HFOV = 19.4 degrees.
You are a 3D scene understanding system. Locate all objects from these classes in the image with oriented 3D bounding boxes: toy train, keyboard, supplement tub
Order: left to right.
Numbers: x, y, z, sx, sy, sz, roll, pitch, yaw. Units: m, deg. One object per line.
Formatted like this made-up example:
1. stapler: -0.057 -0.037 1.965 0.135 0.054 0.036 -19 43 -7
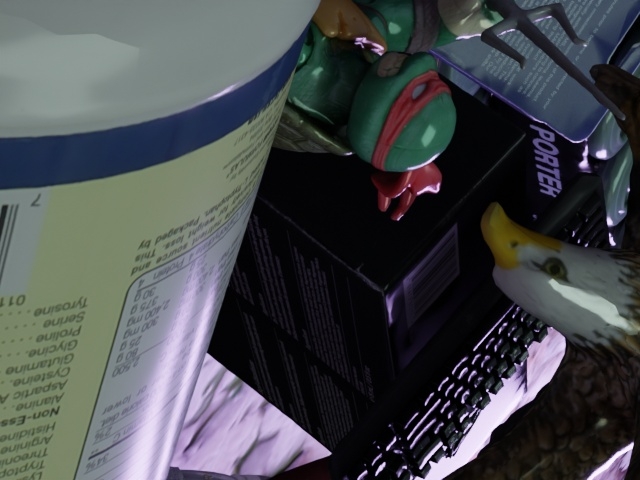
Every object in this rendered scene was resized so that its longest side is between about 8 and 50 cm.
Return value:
1. supplement tub: -0.146 0.003 0.543 0.235 0.235 0.324 -28 147 -46
2. keyboard: 0.072 0.057 0.842 0.180 0.023 0.108 -47 157 -16
3. toy train: 0.172 -0.108 1.153 0.190 0.142 0.334 -60 158 -18

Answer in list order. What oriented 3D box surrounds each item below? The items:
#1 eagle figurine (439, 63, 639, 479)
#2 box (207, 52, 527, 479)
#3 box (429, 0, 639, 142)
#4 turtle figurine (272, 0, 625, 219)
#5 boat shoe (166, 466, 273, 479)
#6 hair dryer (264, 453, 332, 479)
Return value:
1. eagle figurine: 0.116 0.070 0.715 0.298 0.225 0.226 -67 -173 -18
2. box: 0.000 0.000 0.891 0.103 0.184 0.261 -48 157 -18
3. box: 0.091 -0.149 0.925 0.225 0.036 0.136 29 98 -39
4. turtle figurine: -0.012 -0.095 0.663 0.118 0.234 0.175 -54 158 -1
5. boat shoe: -0.119 0.269 1.169 0.118 0.103 0.320 -101 -148 -55
6. hair dryer: -0.077 0.217 0.973 0.293 0.080 0.223 -43 -174 -16
